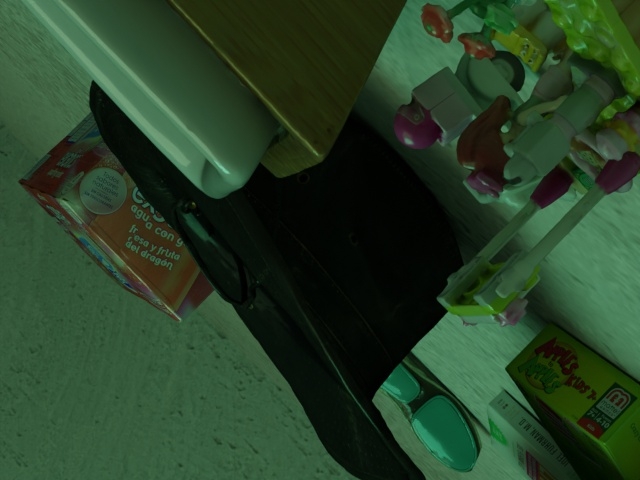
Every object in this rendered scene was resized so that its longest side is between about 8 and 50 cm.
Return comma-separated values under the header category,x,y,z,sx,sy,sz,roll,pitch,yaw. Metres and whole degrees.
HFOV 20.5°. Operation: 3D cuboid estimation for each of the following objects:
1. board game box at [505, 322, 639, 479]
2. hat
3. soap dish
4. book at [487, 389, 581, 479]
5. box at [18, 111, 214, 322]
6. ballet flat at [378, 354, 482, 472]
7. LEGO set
category,x,y,z,sx,sy,sz,roll,pitch,yaw
board game box,0.191,0.135,1.115,0.092,0.043,0.181,38,169,45
hat,0.000,0.000,1.107,0.331,0.134,0.331,50,168,15
soap dish,-0.090,-0.153,0.764,0.291,0.118,0.229,47,176,-4
book,0.195,0.189,1.431,0.144,0.035,0.096,43,168,23
box,-0.143,-0.046,1.520,0.142,0.154,0.300,47,171,-14
ballet flat,0.096,0.146,1.681,0.168,0.057,0.052,50,-161,-6
LEGO set,0.062,-0.048,0.607,0.132,0.107,0.287,43,172,18
